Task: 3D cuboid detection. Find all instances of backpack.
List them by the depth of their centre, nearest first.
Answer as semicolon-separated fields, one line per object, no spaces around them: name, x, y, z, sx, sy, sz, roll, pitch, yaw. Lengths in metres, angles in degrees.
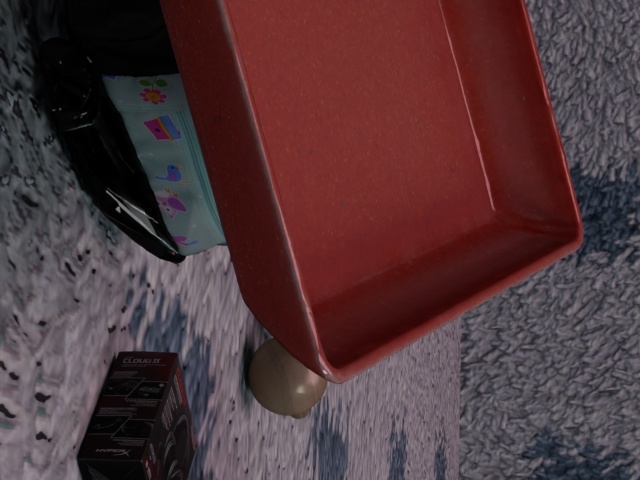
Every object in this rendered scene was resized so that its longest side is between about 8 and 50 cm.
backpack;-0.045;-0.070;0.732;0.182;0.115;0.152;73;21;-46

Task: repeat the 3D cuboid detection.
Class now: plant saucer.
plant saucer;0.013;-0.093;0.659;0.259;0.047;0.258;-22;98;-59

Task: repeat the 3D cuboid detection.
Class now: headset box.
headset box;-0.084;0.097;0.766;0.083;0.032;0.062;-74;161;-53

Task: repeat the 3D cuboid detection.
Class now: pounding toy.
pounding toy;0.000;0.000;1.126;0.237;0.110;0.183;-59;178;-5
